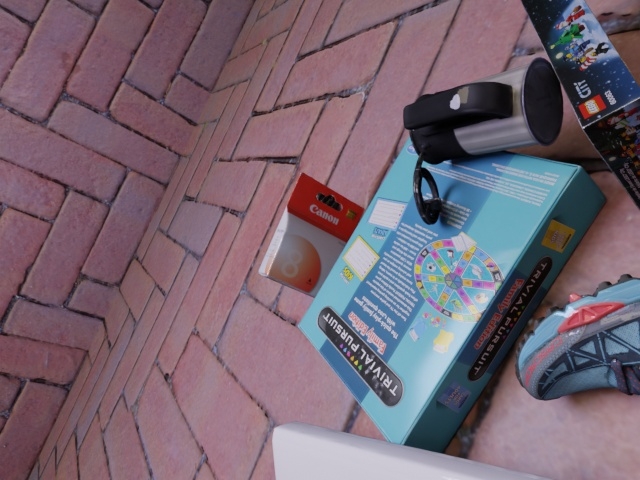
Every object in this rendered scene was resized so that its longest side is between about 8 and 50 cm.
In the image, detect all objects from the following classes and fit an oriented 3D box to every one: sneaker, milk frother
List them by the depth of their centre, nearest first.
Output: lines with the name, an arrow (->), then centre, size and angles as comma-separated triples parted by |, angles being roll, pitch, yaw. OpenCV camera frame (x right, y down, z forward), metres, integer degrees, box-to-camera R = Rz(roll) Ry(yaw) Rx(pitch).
sneaker -> 0.270, 0.081, 0.298 | 0.262, 0.104, 0.125 | -38, 43, 33
milk frother -> 0.164, -0.096, 0.442 | 0.134, 0.129, 0.143 | 1, 112, 53
sneaker -> -0.018, -0.035, 0.774 | 0.075, 0.057, 0.161 | -54, 2, 31

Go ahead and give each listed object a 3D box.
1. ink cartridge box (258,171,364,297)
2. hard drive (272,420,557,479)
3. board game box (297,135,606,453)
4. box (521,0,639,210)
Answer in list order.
ink cartridge box -> 0.000, 0.000, 0.681 | 0.045, 0.145, 0.179 | 12, 77, 60
hard drive -> 0.082, 0.313, 0.381 | 0.353, 0.047, 0.233 | -16, 78, 48
board game box -> 0.132, 0.043, 0.532 | 0.336, 0.079, 0.254 | -60, 34, 6
box -> 0.269, -0.159, 0.409 | 0.044, 0.159, 0.233 | -30, 46, 38
